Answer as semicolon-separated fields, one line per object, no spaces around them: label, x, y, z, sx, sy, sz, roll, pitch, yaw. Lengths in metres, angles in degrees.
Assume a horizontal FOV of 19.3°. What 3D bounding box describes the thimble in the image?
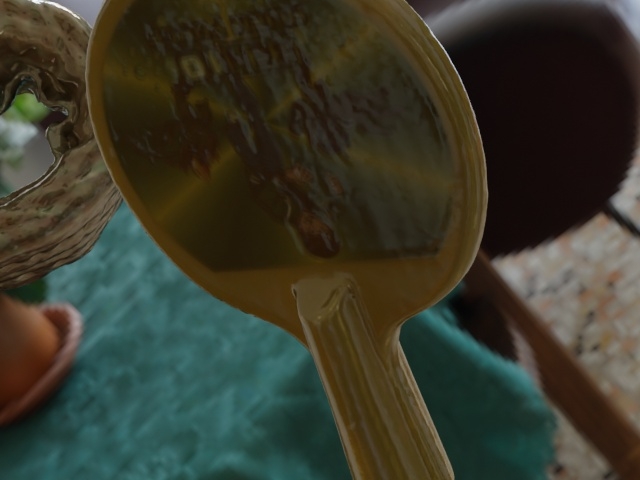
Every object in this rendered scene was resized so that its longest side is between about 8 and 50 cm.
thimble;-0.244;-0.062;1.380;0.229;0.196;0.148;-51;-6;-13

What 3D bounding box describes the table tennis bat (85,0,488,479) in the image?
table tennis bat;0.000;0.000;0.870;0.198;0.321;0.050;-1;31;33
